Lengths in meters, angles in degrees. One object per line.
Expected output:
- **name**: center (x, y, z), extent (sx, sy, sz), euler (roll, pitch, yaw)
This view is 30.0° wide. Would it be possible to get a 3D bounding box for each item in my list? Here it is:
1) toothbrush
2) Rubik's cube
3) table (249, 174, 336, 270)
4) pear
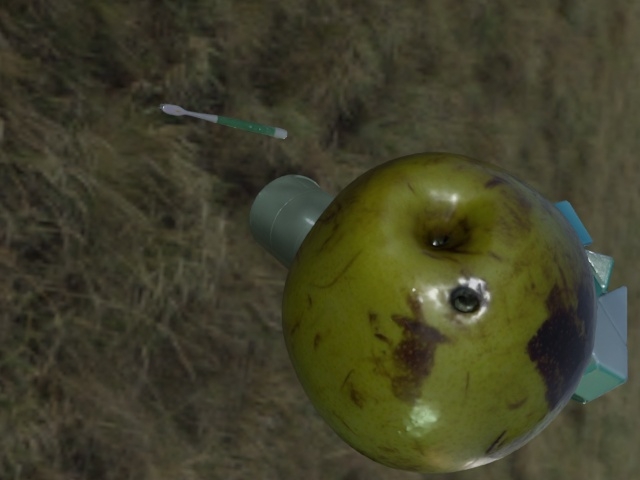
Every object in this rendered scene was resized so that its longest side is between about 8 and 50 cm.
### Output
- **toothbrush**: center (-0.160, -0.201, 2.014), extent (0.257, 0.024, 0.018), euler (9, 97, -38)
- **Rubik's cube**: center (0.222, 0.097, 1.321), extent (0.265, 0.224, 0.213), euler (-14, 70, -50)
- **table**: center (0.000, 0.000, 1.669), extent (0.220, 0.126, 0.126), euler (39, -45, 55)
- **pear**: center (0.103, 0.056, 1.002), extent (0.283, 0.284, 0.283), euler (5, 90, -73)
